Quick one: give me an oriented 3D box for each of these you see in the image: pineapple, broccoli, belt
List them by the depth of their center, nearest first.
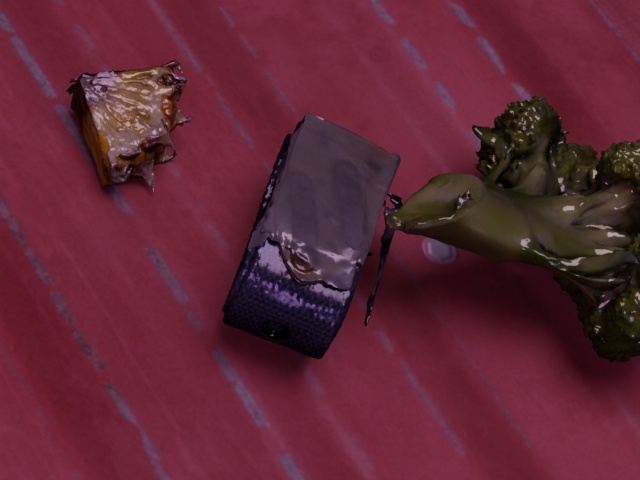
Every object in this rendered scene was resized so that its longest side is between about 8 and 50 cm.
[{"bbox_3d":[0.000,0.000,1.663,0.126,0.140,0.230,23,47,-4],"label":"belt"},{"bbox_3d":[-0.182,-0.113,1.718,0.116,0.069,0.137,27,50,-3],"label":"pineapple"},{"bbox_3d":[0.234,-0.042,1.734,0.302,0.186,0.254,39,29,-21],"label":"broccoli"}]
